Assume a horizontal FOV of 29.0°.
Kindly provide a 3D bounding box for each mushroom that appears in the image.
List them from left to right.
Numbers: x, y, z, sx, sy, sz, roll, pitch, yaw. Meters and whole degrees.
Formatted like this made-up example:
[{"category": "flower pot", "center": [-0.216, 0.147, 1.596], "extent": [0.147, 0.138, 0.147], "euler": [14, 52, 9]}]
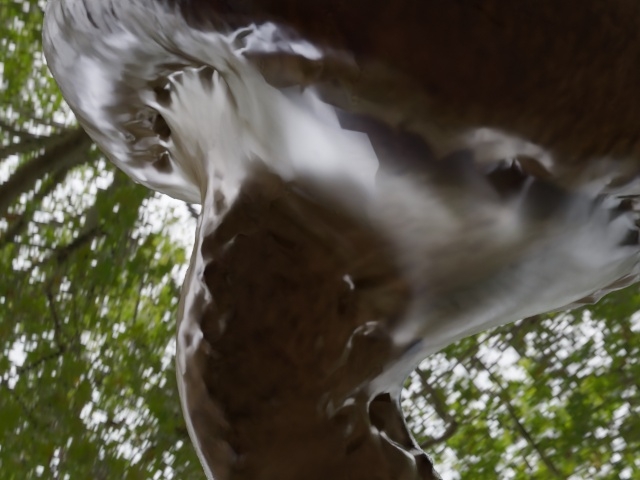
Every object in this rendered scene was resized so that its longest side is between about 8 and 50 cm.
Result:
[{"category": "mushroom", "center": [0.018, -0.033, 0.471], "extent": [0.267, 0.267, 0.255], "euler": [10, -133, -13]}]
